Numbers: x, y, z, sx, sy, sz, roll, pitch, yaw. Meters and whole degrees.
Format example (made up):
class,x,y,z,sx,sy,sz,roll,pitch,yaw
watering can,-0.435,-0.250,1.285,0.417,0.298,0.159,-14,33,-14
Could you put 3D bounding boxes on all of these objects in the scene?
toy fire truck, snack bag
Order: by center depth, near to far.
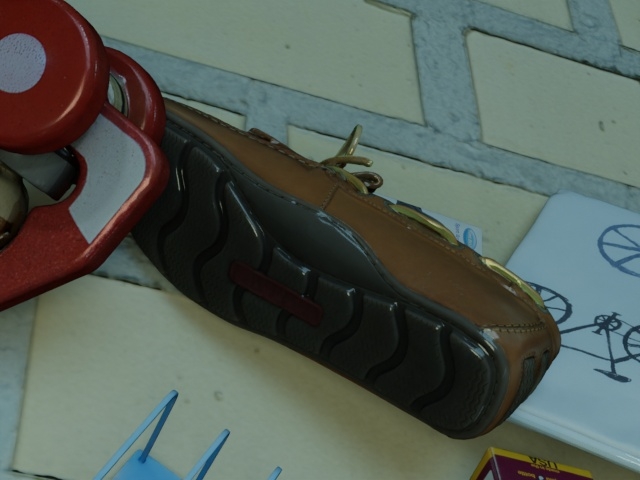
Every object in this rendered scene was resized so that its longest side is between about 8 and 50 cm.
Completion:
class,x,y,z,sx,sy,sz,roll,pitch,yaw
toy fire truck,-0.262,-0.072,0.847,0.302,0.254,0.169,41,1,10
snack bag,0.286,0.089,1.012,0.323,0.037,0.342,21,36,19

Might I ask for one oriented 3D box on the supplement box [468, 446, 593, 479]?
class,x,y,z,sx,sy,sz,roll,pitch,yaw
supplement box,0.136,0.235,0.806,0.081,0.104,0.188,15,30,-14

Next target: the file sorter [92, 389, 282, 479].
class,x,y,z,sx,sy,sz,roll,pitch,yaw
file sorter,-0.064,0.192,0.771,0.170,0.104,0.118,36,44,5

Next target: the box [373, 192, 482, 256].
class,x,y,z,sx,sy,sz,roll,pitch,yaw
box,0.085,0.010,1.073,0.136,0.028,0.081,16,46,-12

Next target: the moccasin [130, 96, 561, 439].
class,x,y,z,sx,sy,sz,roll,pitch,yaw
moccasin,0.001,-0.003,0.942,0.380,0.139,0.147,25,29,22
